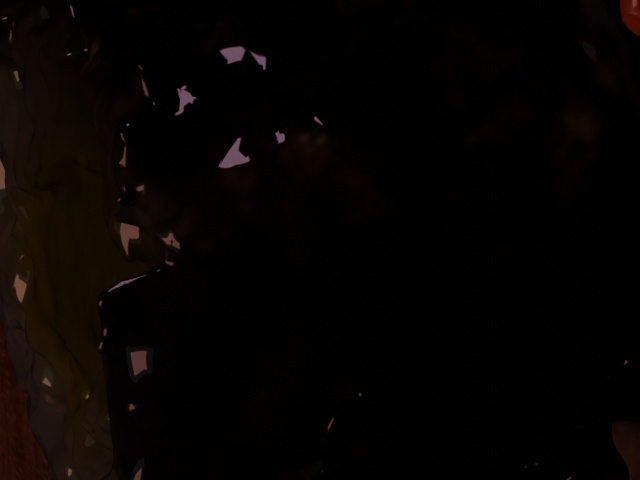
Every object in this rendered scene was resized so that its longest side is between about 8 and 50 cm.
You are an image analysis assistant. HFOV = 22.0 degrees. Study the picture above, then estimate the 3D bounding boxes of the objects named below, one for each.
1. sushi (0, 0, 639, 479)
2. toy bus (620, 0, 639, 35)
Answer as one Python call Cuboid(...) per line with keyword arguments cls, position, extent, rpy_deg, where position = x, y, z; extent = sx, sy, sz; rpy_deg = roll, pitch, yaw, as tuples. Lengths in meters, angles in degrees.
Cuboid(cls="sushi", position=(-0.003, 0.000, 0.749), extent=(0.281, 0.294, 0.300), rpy_deg=(23, 126, 58))
Cuboid(cls="toy bus", position=(0.254, -0.109, 0.484), extent=(0.329, 0.143, 0.153), rpy_deg=(12, 100, 45))
